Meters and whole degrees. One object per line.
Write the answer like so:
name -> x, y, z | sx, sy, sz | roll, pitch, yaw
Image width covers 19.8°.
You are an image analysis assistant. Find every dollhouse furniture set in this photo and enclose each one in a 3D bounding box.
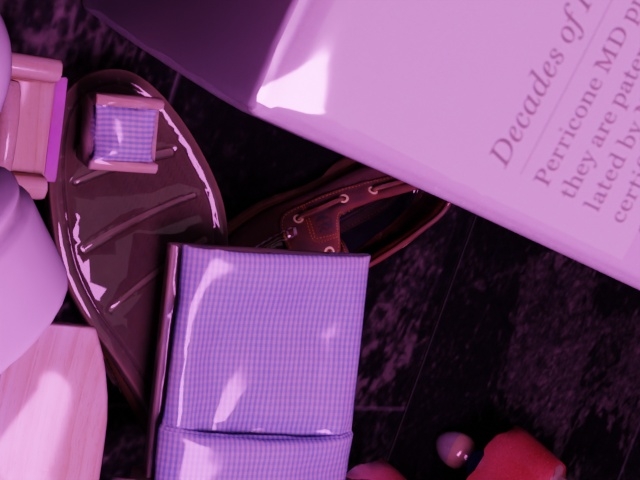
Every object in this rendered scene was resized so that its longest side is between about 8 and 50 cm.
dollhouse furniture set -> -0.054, 0.057, 1.015 | 0.303, 0.198, 0.286 | 6, 96, -25

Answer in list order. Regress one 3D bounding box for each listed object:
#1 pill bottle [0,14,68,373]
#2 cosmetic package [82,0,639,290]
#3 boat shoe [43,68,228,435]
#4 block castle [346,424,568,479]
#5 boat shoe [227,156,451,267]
pill bottle -> -0.269, -0.116, 0.739 | 0.229, 0.229, 0.408 | -36, 114, -24
cosmetic package -> 0.139, -0.174, 1.026 | 0.393, 0.329, 0.327 | 23, 96, -26
boat shoe -> -0.109, 0.038, 1.155 | 0.110, 0.104, 0.307 | -24, 107, -19
block castle -> 0.039, 0.371, 1.412 | 0.303, 0.213, 0.453 | -3, 121, -56
boat shoe -> 0.000, 0.000, 1.260 | 0.207, 0.073, 0.073 | -35, 136, -23
